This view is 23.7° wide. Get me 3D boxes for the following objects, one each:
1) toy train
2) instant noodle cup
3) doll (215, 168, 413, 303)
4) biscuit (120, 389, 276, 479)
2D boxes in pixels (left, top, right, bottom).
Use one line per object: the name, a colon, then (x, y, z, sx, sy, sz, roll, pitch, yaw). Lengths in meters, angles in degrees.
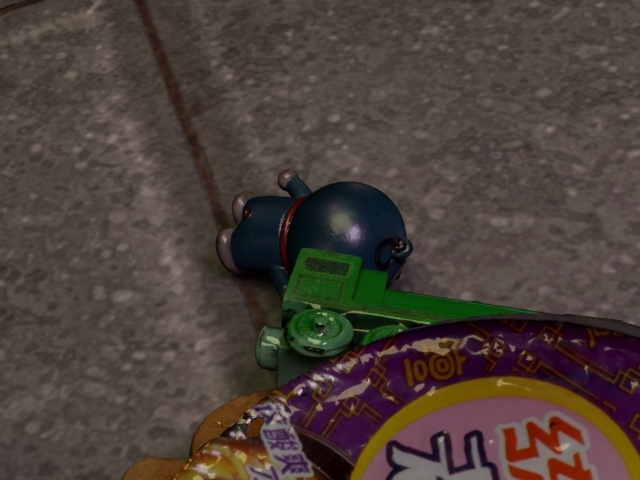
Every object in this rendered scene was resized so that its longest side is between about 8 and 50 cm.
toy train: (0.086, 0.073, 0.982, 0.251, 0.085, 0.119, 8, 34, 7)
instant noodle cup: (0.088, 0.242, 0.693, 0.339, 0.266, 0.340, -11, 44, 11)
doll: (0.000, 0.000, 1.090, 0.152, 0.085, 0.114, 4, 63, 33)
biscuit: (-0.039, 0.164, 0.943, 0.166, 0.036, 0.225, 15, 36, 18)
